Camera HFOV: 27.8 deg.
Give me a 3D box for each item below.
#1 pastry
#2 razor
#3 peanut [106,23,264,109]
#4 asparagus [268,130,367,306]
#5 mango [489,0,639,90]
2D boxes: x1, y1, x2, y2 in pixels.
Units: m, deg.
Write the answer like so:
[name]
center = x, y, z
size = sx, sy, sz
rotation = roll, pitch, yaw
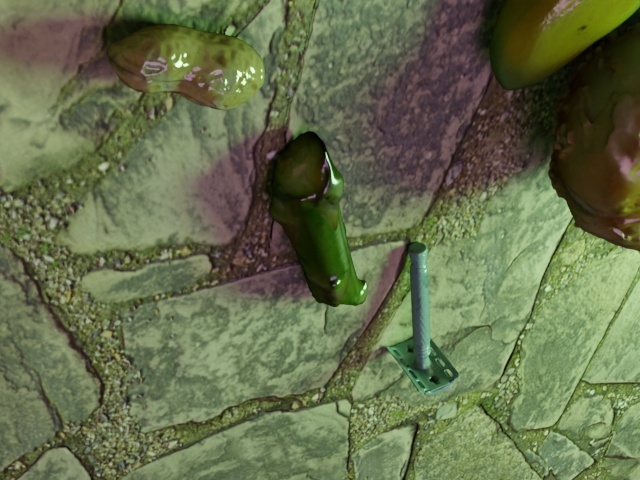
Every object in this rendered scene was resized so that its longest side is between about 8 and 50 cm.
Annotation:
[pastry]
center = 0.398, -0.137, 1.588
size = 0.284, 0.184, 0.315
rotation = -46, 143, 1
[razor]
center = 0.134, 0.096, 1.776
size = 0.068, 0.106, 0.232
rotation = -21, 132, -16
[peanut]
center = -0.125, -0.167, 1.250
size = 0.174, 0.080, 0.080
rotation = 3, 132, -40
[asparagus]
center = 0.001, 0.001, 1.554
size = 0.085, 0.082, 0.343
rotation = -58, 156, -27
[mango]
center = 0.272, -0.265, 1.423
size = 0.237, 0.091, 0.137
rotation = -42, 138, 14
